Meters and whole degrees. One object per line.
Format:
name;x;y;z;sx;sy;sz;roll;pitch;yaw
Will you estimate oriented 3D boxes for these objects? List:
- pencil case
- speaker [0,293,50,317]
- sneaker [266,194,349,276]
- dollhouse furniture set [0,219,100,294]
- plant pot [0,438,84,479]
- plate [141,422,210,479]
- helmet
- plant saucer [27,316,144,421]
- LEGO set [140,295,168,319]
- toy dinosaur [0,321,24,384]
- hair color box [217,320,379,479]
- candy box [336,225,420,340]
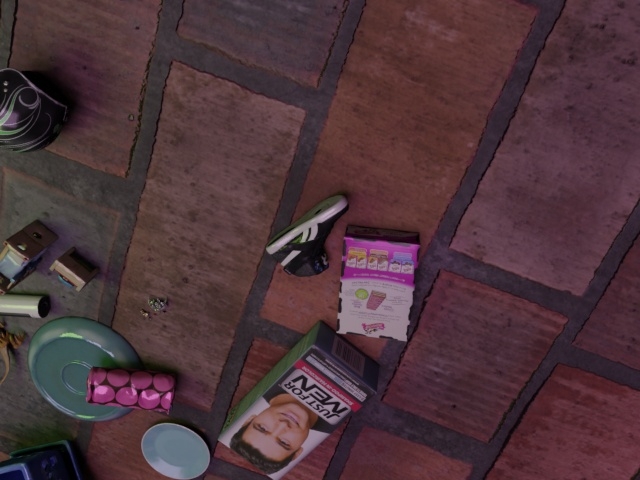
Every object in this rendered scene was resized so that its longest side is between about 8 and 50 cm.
pencil case;-0.457;0.361;1.485;0.209;0.095;0.098;12;104;-15
speaker;-0.732;0.158;1.496;0.136;0.055;0.055;2;114;8
sneaker;0.000;0.000;1.303;0.217;0.079;0.121;-32;108;29
dollhouse furniture set;-0.636;0.076;1.403;0.184;0.129;0.129;40;113;-9
plant pot;-0.760;0.666;1.615;0.236;0.212;0.236;-17;93;16
plate;-0.380;0.552;1.627;0.188;0.024;0.188;3;113;8
helmet;-0.609;-0.257;1.238;0.169;0.169;0.161;43;96;-10
plant saucer;-0.603;0.340;1.561;0.317;0.044;0.317;3;113;8
LEGO set;-0.393;0.161;1.459;0.054;0.023;0.083;32;114;-6
toy dinosaur;-0.804;0.262;1.559;0.112;0.064;0.211;-12;102;33
hair color box;-0.053;0.384;1.452;0.185;0.113;0.374;39;114;-8
candy box;0.122;0.093;1.320;0.159;0.071;0.233;7;113;6
